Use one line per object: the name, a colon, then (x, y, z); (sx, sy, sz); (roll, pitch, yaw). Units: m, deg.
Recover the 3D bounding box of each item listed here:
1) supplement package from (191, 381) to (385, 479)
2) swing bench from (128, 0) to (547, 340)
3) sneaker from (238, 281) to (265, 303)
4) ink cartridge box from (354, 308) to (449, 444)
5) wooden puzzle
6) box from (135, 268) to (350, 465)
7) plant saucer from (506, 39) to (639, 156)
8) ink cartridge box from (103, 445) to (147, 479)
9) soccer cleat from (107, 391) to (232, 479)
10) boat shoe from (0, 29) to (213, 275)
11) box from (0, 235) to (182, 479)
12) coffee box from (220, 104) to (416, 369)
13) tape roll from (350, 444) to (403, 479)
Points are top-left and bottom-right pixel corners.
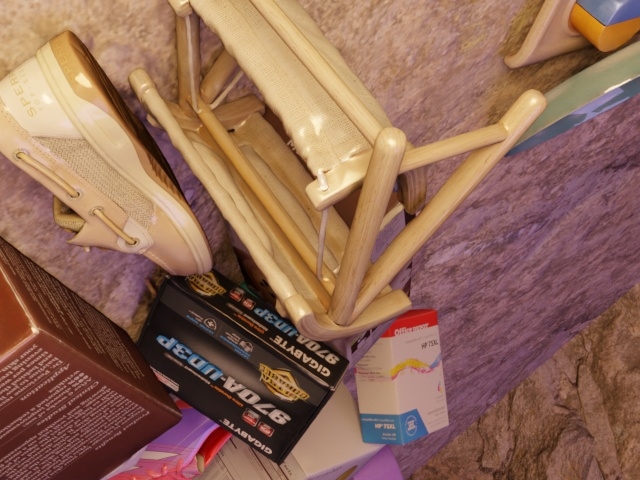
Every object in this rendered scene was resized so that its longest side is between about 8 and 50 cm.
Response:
supplement package: (-0.082, 0.335, 1.543); (0.199, 0.198, 0.263); (-7, 143, -50)
swing bench: (-0.013, -0.086, 0.746); (0.165, 0.253, 0.255); (-18, 151, -38)
sneaker: (-0.040, 0.119, 1.297); (0.178, 0.124, 0.295); (-24, 155, -6)
ink cartridge box: (0.119, 0.183, 1.507); (0.078, 0.231, 0.134); (-6, -178, 39)
wooden puzzle: (0.398, -0.331, 1.104); (0.322, 0.080, 0.348); (-21, 153, -35)
box: (-0.097, 0.137, 1.113); (0.051, 0.220, 0.175); (-53, 176, -47)
plant saucer: (0.368, -0.199, 1.259); (0.317, 0.044, 0.317); (-27, 175, -2)
ink cartridge box: (-0.312, 0.264, 1.237); (0.198, 0.067, 0.115); (-13, 148, -42)
soccer cleat: (-0.229, 0.303, 1.370); (0.318, 0.116, 0.108); (-38, 158, 2)
boat shoe: (-0.173, -0.044, 0.796); (0.098, 0.109, 0.302); (-31, 152, -2)
box: (-0.290, 0.138, 0.933); (0.191, 0.143, 0.381); (-35, 156, -5)
coffee box: (0.000, 0.000, 1.023); (0.119, 0.168, 0.297); (-47, 161, -16)
tape roll: (0.032, 0.408, 1.753); (0.090, 0.275, 0.275); (-25, 155, -29)
